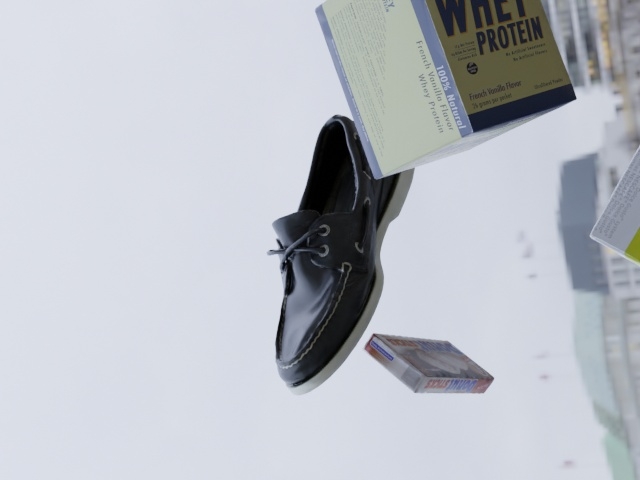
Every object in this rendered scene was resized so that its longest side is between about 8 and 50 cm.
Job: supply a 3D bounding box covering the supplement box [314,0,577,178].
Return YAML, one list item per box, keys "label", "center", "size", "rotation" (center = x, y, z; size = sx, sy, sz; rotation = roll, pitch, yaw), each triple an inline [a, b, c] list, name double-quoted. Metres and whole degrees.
- label: "supplement box"
  center: [0.051, -0.080, 0.561]
  size: [0.056, 0.083, 0.083]
  rotation: [-19, -92, -28]

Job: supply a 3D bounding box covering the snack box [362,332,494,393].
- label: "snack box"
  center: [0.102, 0.115, 1.208]
  size: [0.022, 0.064, 0.178]
  rotation: [-57, -25, 10]

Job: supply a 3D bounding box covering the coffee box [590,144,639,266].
- label: "coffee box"
  center: [0.508, -0.034, 1.129]
  size: [0.337, 0.334, 0.338]
  rotation: [23, -81, -49]

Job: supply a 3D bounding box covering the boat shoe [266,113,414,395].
- label: "boat shoe"
  center: [0.003, -0.002, 1.340]
  size: [0.113, 0.127, 0.340]
  rotation: [42, -129, -23]
